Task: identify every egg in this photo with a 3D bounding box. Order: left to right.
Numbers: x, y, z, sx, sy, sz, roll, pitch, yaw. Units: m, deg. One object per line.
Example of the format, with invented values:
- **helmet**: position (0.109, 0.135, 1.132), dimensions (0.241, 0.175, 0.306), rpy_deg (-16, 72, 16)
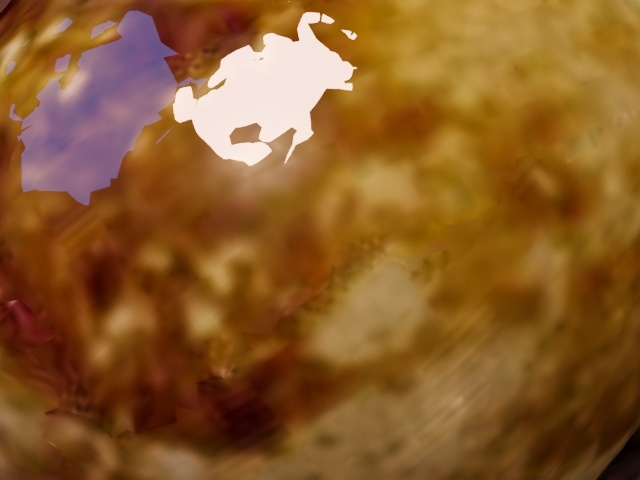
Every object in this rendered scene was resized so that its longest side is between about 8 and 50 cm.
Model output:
- **egg**: position (0.000, 0.000, 0.605), dimensions (0.289, 0.238, 0.238), rpy_deg (-32, 17, 6)
